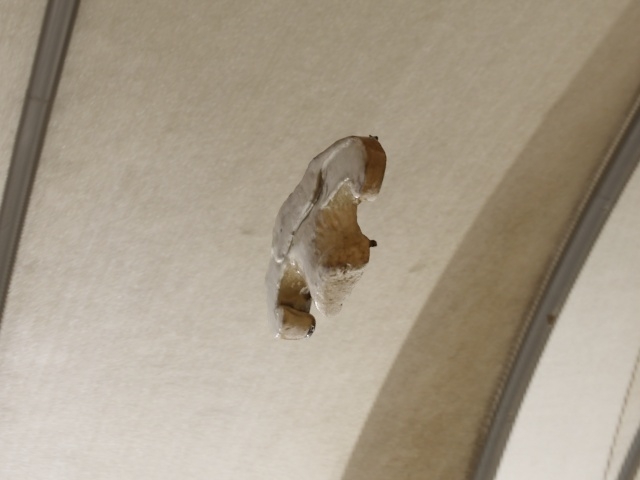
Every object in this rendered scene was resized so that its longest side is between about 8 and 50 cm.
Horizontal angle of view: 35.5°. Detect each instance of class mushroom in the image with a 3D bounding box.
[{"bbox_3d":[0.000,0.000,0.352,0.019,0.101,0.049,0,-131,-24],"label":"mushroom"}]
